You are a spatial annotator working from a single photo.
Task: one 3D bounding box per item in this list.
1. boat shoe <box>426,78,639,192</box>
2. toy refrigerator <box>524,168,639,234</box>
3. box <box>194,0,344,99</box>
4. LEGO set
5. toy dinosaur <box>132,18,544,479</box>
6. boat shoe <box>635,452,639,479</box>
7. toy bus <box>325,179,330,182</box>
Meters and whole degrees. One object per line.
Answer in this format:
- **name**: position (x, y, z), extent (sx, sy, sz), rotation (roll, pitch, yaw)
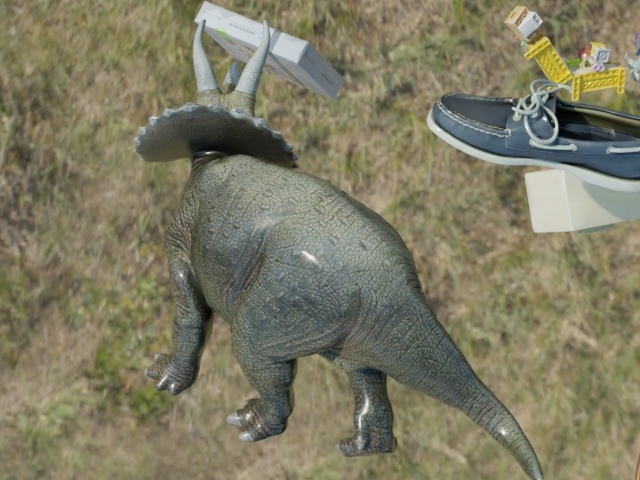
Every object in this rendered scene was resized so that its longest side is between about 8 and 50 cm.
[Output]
- **boat shoe**: position (0.242, -0.119, 1.225), extent (0.254, 0.095, 0.079), rotation (17, 134, 7)
- **toy refrigerator**: position (0.428, -0.070, 1.601), extent (0.269, 0.102, 0.094), rotation (-10, 93, -21)
- **box**: position (-0.072, -0.273, 1.672), extent (0.186, 0.145, 0.038), rotation (27, 87, 25)
- **LEGO set**: position (0.413, -0.321, 1.954), extent (0.287, 0.107, 0.132), rotation (9, 121, -20)
- **toy dinosaur**: position (-0.016, 0.021, 0.598), extent (0.121, 0.313, 0.160), rotation (-17, 130, -28)
- **boat shoe**: position (0.239, 0.100, 0.724), extent (0.060, 0.064, 0.178), rotation (-7, 126, -13)
- **toy bus**: position (-0.006, 0.009, 1.735), extent (0.104, 0.191, 0.202), rotation (35, 77, 1)
